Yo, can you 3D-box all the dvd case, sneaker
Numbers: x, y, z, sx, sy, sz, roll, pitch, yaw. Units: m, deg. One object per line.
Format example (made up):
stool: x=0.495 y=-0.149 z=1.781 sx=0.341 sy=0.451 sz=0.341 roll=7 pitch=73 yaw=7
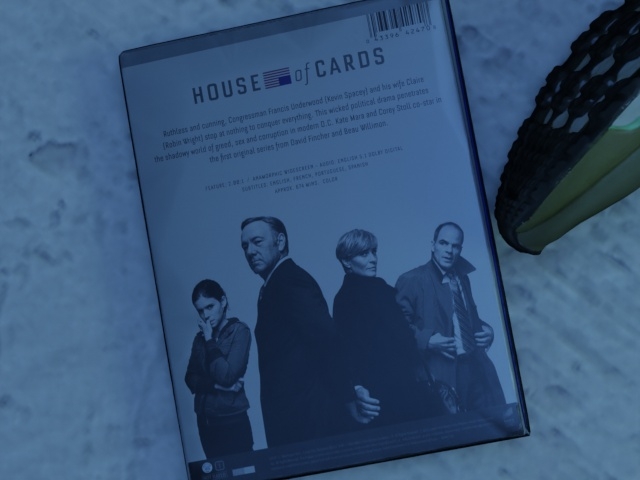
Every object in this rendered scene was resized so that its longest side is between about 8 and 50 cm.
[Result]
dvd case: x=0.000 y=0.000 z=0.993 sx=0.179 sy=0.029 sz=0.238 roll=-11 pitch=82 yaw=8
sneaker: x=0.280 y=-0.090 z=0.956 sx=0.410 sy=0.158 sz=0.182 roll=-34 pitch=100 yaw=3
